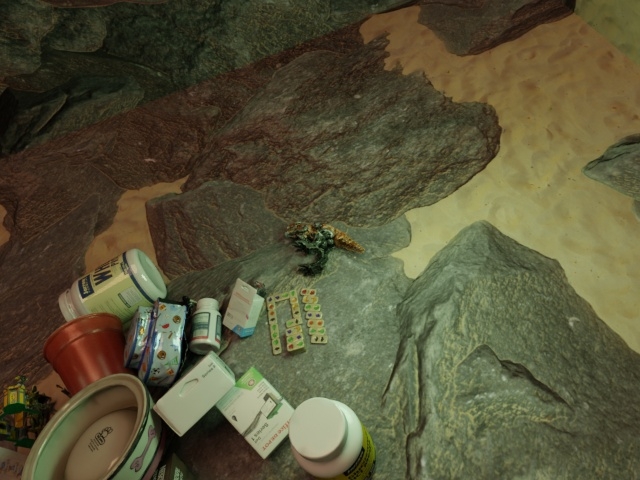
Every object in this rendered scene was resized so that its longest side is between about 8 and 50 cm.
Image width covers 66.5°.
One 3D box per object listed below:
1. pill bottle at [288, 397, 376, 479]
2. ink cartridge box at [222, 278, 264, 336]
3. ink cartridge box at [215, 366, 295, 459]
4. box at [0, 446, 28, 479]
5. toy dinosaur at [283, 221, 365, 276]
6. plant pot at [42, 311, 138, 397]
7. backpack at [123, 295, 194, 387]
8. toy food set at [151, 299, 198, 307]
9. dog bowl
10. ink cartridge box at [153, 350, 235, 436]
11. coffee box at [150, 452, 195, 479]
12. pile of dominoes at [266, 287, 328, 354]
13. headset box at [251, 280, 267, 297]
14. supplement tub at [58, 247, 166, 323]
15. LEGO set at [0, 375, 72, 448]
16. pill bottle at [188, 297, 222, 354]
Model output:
[{"bbox_3d":[0.032,0.535,1.283,0.187,0.334,0.188,-9,53,12],"label":"pill bottle"},{"bbox_3d":[-0.266,0.233,1.717,0.104,0.061,0.181,27,104,31],"label":"ink cartridge box"},{"bbox_3d":[-0.183,0.519,1.473,0.219,0.092,0.160,42,75,13],"label":"ink cartridge box"},{"bbox_3d":[-1.065,0.738,1.578,0.114,0.203,0.103,-14,52,8],"label":"box"},{"bbox_3d":[0.000,0.000,1.814,0.321,0.164,0.218,-8,33,39],"label":"toy dinosaur"},{"bbox_3d":[-0.767,0.438,1.682,0.272,0.272,0.265,-37,61,-10],"label":"plant pot"},{"bbox_3d":[-0.536,0.348,1.618,0.213,0.277,0.263,3,52,-23],"label":"backpack"},{"bbox_3d":[-0.550,0.282,1.802,0.217,0.128,0.071,-13,68,4],"label":"toy food set"},{"bbox_3d":[-0.625,0.595,1.393,0.407,0.150,0.408,-20,36,15],"label":"dog bowl"},{"bbox_3d":[-0.377,0.457,1.497,0.211,0.289,0.121,-43,90,-14],"label":"ink cartridge box"},{"bbox_3d":[-0.507,0.757,1.353,0.297,0.119,0.168,-32,17,-2],"label":"coffee box"},{"bbox_3d":[-0.090,0.271,1.705,0.195,0.040,0.251,-18,52,5],"label":"pile of dominoes"},{"bbox_3d":[-0.234,0.193,1.794,0.032,0.062,0.083,25,65,31],"label":"headset box"},{"bbox_3d":[-0.784,0.202,1.857,0.324,0.235,0.235,-31,52,-6],"label":"supplement tub"},{"bbox_3d":[-0.983,0.546,1.645,0.255,0.331,0.192,-42,49,12],"label":"LEGO set"},{"bbox_3d":[-0.407,0.304,1.741,0.107,0.108,0.180,-11,52,10],"label":"pill bottle"}]
